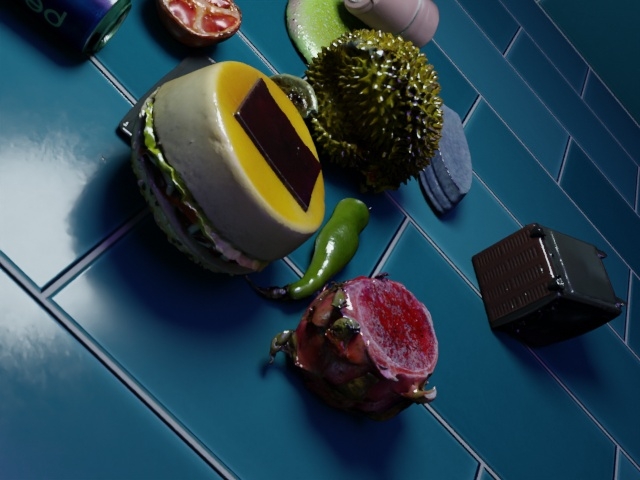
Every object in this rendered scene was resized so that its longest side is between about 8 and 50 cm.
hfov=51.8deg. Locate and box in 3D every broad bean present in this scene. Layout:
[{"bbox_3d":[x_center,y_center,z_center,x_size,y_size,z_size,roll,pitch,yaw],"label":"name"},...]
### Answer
[{"bbox_3d":[0.007,0.009,1.057,0.098,0.056,0.318,54,42,0],"label":"broad bean"}]

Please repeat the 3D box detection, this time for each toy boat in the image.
[{"bbox_3d":[0.261,-0.180,1.419,0.127,0.078,0.283,26,46,-33],"label":"toy boat"}]

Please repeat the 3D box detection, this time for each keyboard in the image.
[{"bbox_3d":[-0.226,-0.184,0.994,0.103,0.041,0.381,40,35,-14],"label":"keyboard"}]

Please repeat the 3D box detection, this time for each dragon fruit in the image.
[{"bbox_3d":[0.073,0.148,0.939,0.282,0.147,0.211,11,64,-44],"label":"dragon fruit"}]

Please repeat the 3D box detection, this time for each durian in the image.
[{"bbox_3d":[0.105,-0.236,1.189,0.258,0.258,0.293,-29,89,-50],"label":"durian"}]

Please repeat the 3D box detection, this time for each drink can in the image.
[{"bbox_3d":[-0.371,-0.360,0.911,0.205,0.118,0.118,36,43,-18],"label":"drink can"}]

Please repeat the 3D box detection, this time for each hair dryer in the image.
[{"bbox_3d":[0.101,-0.584,1.495,0.210,0.125,0.352,16,31,-47],"label":"hair dryer"}]

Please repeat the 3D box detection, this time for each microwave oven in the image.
[{"bbox_3d":[0.463,0.096,1.338,0.247,0.178,0.188,16,50,-35],"label":"microwave oven"}]

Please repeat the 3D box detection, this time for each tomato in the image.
[{"bbox_3d":[-0.218,-0.382,1.108,0.155,0.069,0.156,21,52,-28],"label":"tomato"}]

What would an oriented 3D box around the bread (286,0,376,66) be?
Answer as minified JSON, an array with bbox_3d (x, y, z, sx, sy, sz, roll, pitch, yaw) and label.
[{"bbox_3d":[0.047,-0.422,1.412,0.301,0.045,0.301,23,49,-30],"label":"bread"}]

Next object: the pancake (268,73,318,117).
[{"bbox_3d":[-0.074,-0.231,1.121,0.129,0.022,0.116,-36,71,-7],"label":"pancake"}]

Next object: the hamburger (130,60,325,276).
[{"bbox_3d":[-0.125,-0.097,0.899,0.300,0.176,0.300,41,35,-38],"label":"hamburger"}]
